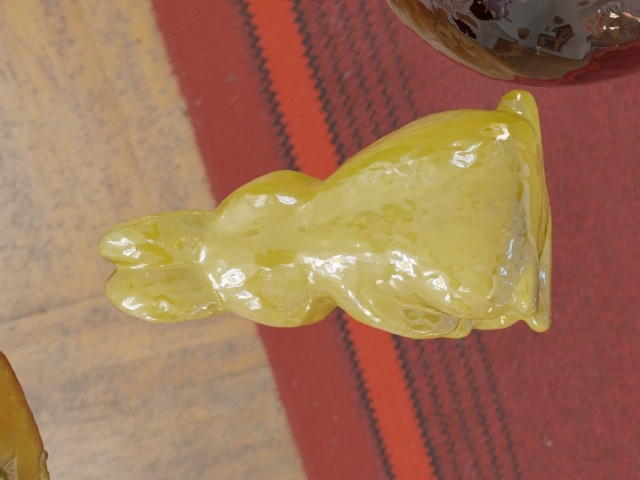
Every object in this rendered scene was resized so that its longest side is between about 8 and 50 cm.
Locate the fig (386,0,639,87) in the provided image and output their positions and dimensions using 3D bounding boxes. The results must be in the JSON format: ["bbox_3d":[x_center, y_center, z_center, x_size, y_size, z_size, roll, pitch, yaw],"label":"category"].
[{"bbox_3d":[0.111,-0.185,0.624,0.235,0.214,0.235,11,106,42],"label":"fig"}]

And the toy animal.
[{"bbox_3d":[0.000,-0.003,0.471,0.159,0.070,0.083,-7,79,15],"label":"toy animal"}]

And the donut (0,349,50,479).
[{"bbox_3d":[-0.218,0.142,0.765,0.065,0.162,0.178,-1,122,16],"label":"donut"}]
